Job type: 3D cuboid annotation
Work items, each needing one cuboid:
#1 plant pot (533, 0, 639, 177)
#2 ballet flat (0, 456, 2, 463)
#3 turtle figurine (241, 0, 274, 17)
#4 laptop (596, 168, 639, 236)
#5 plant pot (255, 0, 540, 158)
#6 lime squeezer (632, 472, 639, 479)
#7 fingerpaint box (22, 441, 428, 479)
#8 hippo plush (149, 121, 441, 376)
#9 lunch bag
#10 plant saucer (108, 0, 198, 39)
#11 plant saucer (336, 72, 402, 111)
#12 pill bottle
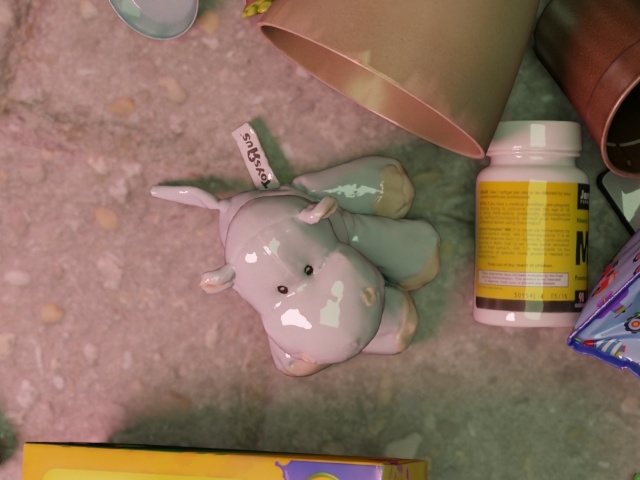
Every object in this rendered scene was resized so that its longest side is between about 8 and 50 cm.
[{"bbox_3d":[0.310,-0.178,1.507,0.167,0.167,0.165,-32,52,-1],"label":"plant pot"},{"bbox_3d":[-0.398,0.154,1.562,0.068,0.072,0.213,-27,92,-29],"label":"ballet flat"},{"bbox_3d":[-0.074,-0.346,1.550,0.270,0.087,0.217,-19,98,-10],"label":"turtle figurine"},{"bbox_3d":[0.568,-0.023,1.496,0.408,0.236,0.382,-34,91,-1],"label":"laptop"},{"bbox_3d":[0.117,-0.260,1.457,0.256,0.256,0.274,31,88,-2],"label":"plant pot"},{"bbox_3d":[0.239,0.374,1.589,0.310,0.059,0.110,-32,61,0],"label":"lime squeezer"},{"bbox_3d":[-0.099,0.422,1.429,0.371,0.163,0.444,0,84,19],"label":"fingerpaint box"},{"bbox_3d":[0.000,0.000,1.478,0.234,0.236,0.294,-35,91,-1],"label":"hippo plush"},{"bbox_3d":[0.385,-0.012,1.440,0.138,0.221,0.293,33,115,8],"label":"lunch bag"},{"bbox_3d":[-0.173,-0.266,1.552,0.119,0.021,0.119,17,129,22],"label":"plant saucer"},{"bbox_3d":[0.098,-0.167,1.590,0.192,0.018,0.067,30,90,-1],"label":"plant saucer"},{"bbox_3d":[0.218,-0.017,1.543,0.119,0.119,0.208,1,91,-2],"label":"pill bottle"}]
